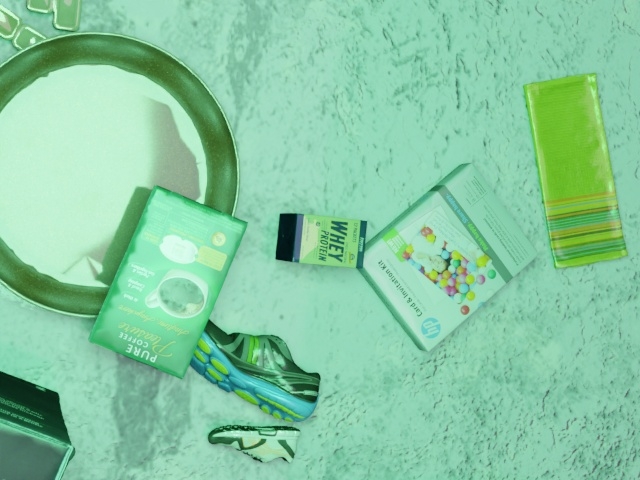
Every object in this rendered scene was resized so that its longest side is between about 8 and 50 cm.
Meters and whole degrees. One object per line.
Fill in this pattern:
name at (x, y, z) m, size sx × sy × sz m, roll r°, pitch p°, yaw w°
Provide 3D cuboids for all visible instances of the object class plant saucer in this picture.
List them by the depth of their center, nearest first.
plant saucer at (-0.244, -0.070, 1.215) m, size 0.311 × 0.050 × 0.310 m, roll -1°, pitch 92°, yaw -18°

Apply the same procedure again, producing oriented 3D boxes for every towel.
towel at (0.321, -0.087, 1.390) m, size 0.102 × 0.021 × 0.237 m, roll -11°, pitch 93°, yaw -16°

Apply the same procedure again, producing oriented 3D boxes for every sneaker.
sneaker at (-0.082, 0.135, 1.267) m, size 0.188 × 0.067 × 0.078 m, roll 33°, pitch 54°, yaw -7°
sneaker at (-0.076, 0.235, 1.275) m, size 0.109 × 0.040 × 0.043 m, roll 6°, pitch 91°, yaw -15°

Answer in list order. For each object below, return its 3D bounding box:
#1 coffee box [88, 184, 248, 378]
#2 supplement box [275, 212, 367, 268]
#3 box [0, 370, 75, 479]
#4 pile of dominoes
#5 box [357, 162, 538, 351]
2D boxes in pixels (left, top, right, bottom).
coffee box at (-0.164, 0.044, 1.196) m, size 0.113 × 0.040 × 0.184 m, roll 22°, pitch 85°, yaw -10°
supplement box at (0.000, 0.000, 1.270) m, size 0.083 × 0.083 × 0.056 m, roll 6°, pitch 90°, yaw -16°
box at (-0.429, 0.186, 1.038) m, size 0.343 × 0.312 × 0.179 m, roll 24°, pitch 85°, yaw -14°
pile of dominoes at (-0.390, -0.256, 1.198) m, size 0.251 × 0.040 × 0.196 m, roll 33°, pitch 82°, yaw -21°
box at (0.150, 0.019, 1.336) m, size 0.186 × 0.038 × 0.145 m, roll -39°, pitch 100°, yaw -11°
